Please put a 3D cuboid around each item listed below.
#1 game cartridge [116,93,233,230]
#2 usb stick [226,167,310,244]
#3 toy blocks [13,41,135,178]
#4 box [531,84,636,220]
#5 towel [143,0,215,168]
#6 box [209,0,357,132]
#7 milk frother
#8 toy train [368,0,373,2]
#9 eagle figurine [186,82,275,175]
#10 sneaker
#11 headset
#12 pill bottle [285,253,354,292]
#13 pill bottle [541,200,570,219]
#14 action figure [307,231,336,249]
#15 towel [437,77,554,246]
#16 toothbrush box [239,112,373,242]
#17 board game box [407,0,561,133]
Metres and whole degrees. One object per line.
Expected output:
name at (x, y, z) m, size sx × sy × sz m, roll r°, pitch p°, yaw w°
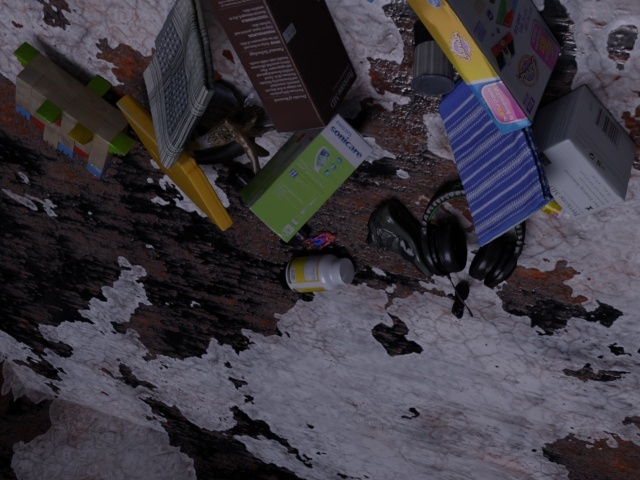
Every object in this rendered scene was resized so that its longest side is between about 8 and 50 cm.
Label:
game cartridge at (-0.366, -0.197, 2.099) m, size 0.323 × 0.052 × 0.285 m, roll 42°, pitch 167°, yaw 30°
usb stick at (-0.141, -0.090, 2.253) m, size 0.278 × 0.045 × 0.077 m, roll 44°, pitch 147°, yaw -19°
toy blocks at (-0.679, -0.326, 2.236) m, size 0.381 × 0.191 × 0.261 m, roll 36°, pitch 153°, yaw -6°
box at (0.513, -0.172, 1.629) m, size 0.181 × 0.182 × 0.119 m, roll 42°, pitch 140°, yaw -18°
towel at (-0.324, -0.376, 1.849) m, size 0.056 × 0.324 × 0.312 m, roll 2°, pitch 152°, yaw -28°
box at (-0.078, -0.431, 1.698) m, size 0.143 × 0.191 × 0.381 m, roll 0°, pitch 135°, yaw 32°
milk frother at (0.258, -0.363, 1.608) m, size 0.129 × 0.135 × 0.143 m, roll 17°, pitch 159°, yaw -41°
toy train at (0.075, -0.526, 1.509) m, size 0.105 × 0.184 × 0.080 m, roll 24°, pitch 138°, yaw -26°
eagle figurine at (-0.250, -0.274, 2.031) m, size 0.298 × 0.225 × 0.226 m, roll 26°, pitch 110°, yaw 56°
sneaker at (0.203, 0.006, 2.113) m, size 0.227 × 0.087 × 0.130 m, roll 47°, pitch 141°, yaw -18°
headset at (0.368, 0.022, 2.020) m, size 0.243 × 0.185 × 0.394 m, roll 13°, pitch 125°, yaw 14°
pill bottle at (0.000, 0.092, 2.324) m, size 0.184 × 0.103 × 0.103 m, roll -6°, pitch 131°, yaw 37°
pill bottle at (0.523, -0.078, 1.845) m, size 0.083 × 0.043 × 0.043 m, roll 26°, pitch 143°, yaw 4°
action figure at (0.000, 0.000, 2.281) m, size 0.115 × 0.030 × 0.038 m, roll -18°, pitch 118°, yaw 41°
towel at (0.335, -0.185, 1.643) m, size 0.040 × 0.336 × 0.243 m, roll -5°, pitch 161°, yaw -25°
toothbrush box at (-0.038, -0.155, 1.866) m, size 0.122 × 0.283 × 0.206 m, roll 44°, pitch -178°, yaw -18°
board game box at (0.300, -0.386, 1.469) m, size 0.064 × 0.242 × 0.316 m, roll -17°, pitch 124°, yaw 45°
